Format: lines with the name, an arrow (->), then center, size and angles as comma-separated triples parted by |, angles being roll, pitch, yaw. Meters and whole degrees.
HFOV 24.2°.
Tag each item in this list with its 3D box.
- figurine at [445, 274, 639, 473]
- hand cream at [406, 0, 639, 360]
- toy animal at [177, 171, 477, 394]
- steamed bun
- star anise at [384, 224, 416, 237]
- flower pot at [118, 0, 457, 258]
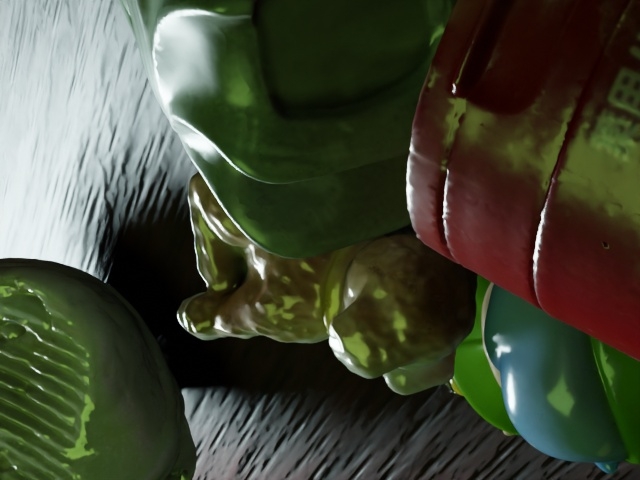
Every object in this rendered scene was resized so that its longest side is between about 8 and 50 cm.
figurine -> 0.142, 0.050, 0.857 | 0.263, 0.143, 0.162 | 167, 96, -71
hand cream -> 0.155, -0.061, 0.640 | 0.149, 0.230, 0.230 | 30, 144, 21
toy animal -> 0.010, -0.011, 0.840 | 0.185, 0.104, 0.184 | 18, 110, 52
steamed bun -> -0.231, 0.145, 1.312 | 0.268, 0.207, 0.280 | -18, 89, 25
star anise -> 0.023, -0.030, 0.957 | 0.180, 0.061, 0.204 | 4, 126, 61
flower pot -> -0.030, -0.192, 0.694 | 0.254, 0.164, 0.367 | -123, 19, -49
